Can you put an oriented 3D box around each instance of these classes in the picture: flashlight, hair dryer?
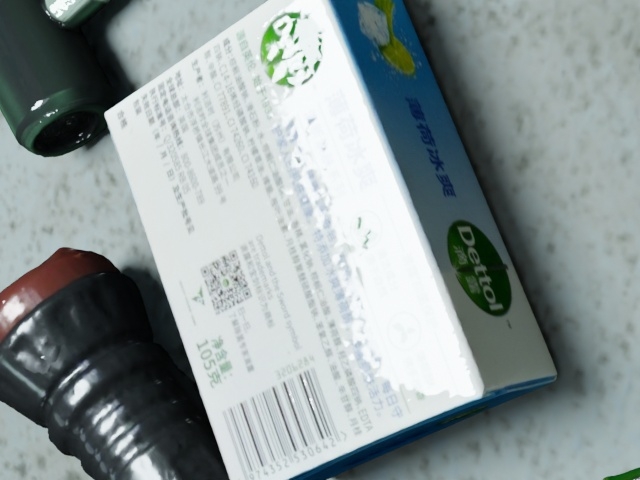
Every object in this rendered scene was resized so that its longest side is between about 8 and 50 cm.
[{"bbox_3d":[-0.071,0.109,0.727,0.232,0.093,0.093,47,116,19],"label":"flashlight"},{"bbox_3d":[-0.099,-0.137,0.758,0.198,0.057,0.100,-40,71,23],"label":"hair dryer"}]

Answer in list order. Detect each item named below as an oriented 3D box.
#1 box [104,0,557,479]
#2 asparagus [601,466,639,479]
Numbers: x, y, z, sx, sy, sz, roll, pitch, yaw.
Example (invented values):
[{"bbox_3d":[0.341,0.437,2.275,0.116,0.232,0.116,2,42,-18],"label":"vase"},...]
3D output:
[{"bbox_3d":[-0.001,0.000,0.674,0.139,0.073,0.194,-28,75,32],"label":"box"},{"bbox_3d":[0.099,0.119,0.646,0.166,0.013,0.016,-31,63,31],"label":"asparagus"}]
